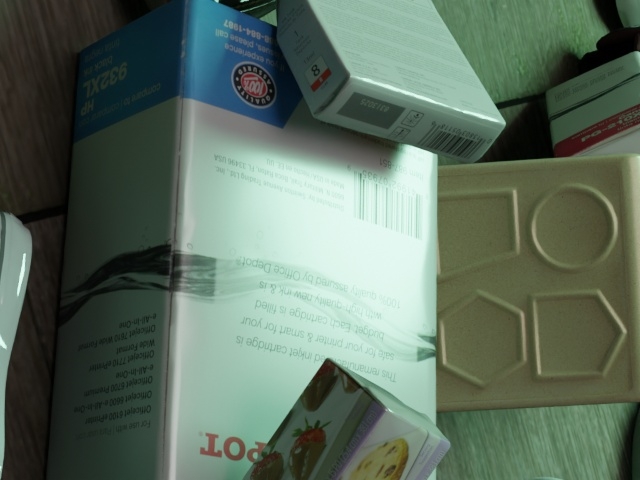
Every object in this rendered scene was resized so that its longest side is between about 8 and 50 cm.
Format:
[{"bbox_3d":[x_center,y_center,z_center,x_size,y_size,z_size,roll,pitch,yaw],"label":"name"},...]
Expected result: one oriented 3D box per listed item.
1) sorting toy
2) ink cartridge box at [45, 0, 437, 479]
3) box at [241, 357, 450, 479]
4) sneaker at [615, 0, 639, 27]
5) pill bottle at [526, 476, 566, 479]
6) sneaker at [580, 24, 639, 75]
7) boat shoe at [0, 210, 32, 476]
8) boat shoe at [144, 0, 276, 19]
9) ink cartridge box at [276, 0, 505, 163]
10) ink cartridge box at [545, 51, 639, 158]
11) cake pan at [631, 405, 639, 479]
[{"bbox_3d":[0.159,0.034,1.193,0.038,0.208,0.193,-79,166,-89],"label":"sorting toy"},{"bbox_3d":[-0.043,0.031,0.983,0.223,0.129,0.307,17,67,-40],"label":"ink cartridge box"},{"bbox_3d":[-0.051,0.218,0.843,0.067,0.063,0.324,34,92,-40],"label":"box"},{"bbox_3d":[0.450,-0.253,1.634,0.366,0.150,0.135,8,72,-48],"label":"sneaker"},{"bbox_3d":[0.232,0.264,1.263,0.193,0.108,0.108,24,62,-44],"label":"pill bottle"},{"bbox_3d":[0.339,-0.162,1.521,0.281,0.163,0.106,64,28,-75],"label":"sneaker"},{"bbox_3d":[-0.213,0.076,0.824,0.076,0.080,0.228,27,58,-35],"label":"boat shoe"},{"bbox_3d":[-0.005,-0.259,1.119,0.355,0.130,0.132,-47,115,-45],"label":"boat shoe"},{"bbox_3d":[0.026,-0.137,0.999,0.145,0.045,0.179,12,37,-41],"label":"ink cartridge box"},{"bbox_3d":[0.277,-0.048,1.323,0.172,0.100,0.237,61,15,-15],"label":"ink cartridge box"},{"bbox_3d":[0.393,0.244,1.499,0.293,0.054,0.293,18,66,-46],"label":"cake pan"}]
